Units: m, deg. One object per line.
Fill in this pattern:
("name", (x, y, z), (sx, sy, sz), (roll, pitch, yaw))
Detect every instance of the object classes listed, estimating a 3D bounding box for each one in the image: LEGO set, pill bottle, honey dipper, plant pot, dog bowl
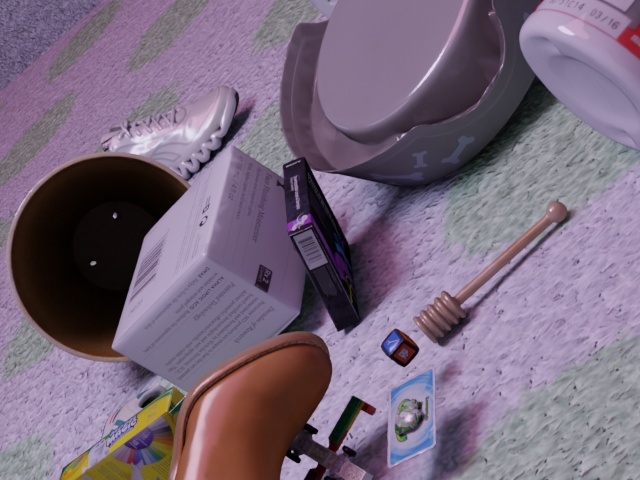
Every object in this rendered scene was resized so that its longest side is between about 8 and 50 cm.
("LEGO set", (0.038, 0.192, 1.144), (0.182, 0.060, 0.244), (-32, 38, 33))
("pill bottle", (0.307, -0.223, 1.179), (0.283, 0.161, 0.161), (-50, 22, -7))
("honey dipper", (0.148, 0.025, 1.234), (0.161, 0.030, 0.030), (-41, 22, 4))
("plant pot", (-0.245, 0.012, 1.751), (0.237, 0.237, 0.254), (-48, 7, -2))
("dog bowl", (0.102, -0.213, 1.499), (0.349, 0.102, 0.349), (-34, 44, 40))

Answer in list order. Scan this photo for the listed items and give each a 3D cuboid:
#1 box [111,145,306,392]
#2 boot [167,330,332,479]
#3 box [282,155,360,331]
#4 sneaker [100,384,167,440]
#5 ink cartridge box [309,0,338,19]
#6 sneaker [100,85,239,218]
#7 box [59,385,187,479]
("box", (-0.108, 0.034, 1.512), (0.182, 0.119, 0.181), (-43, 24, 35))
("boot", (-0.052, 0.217, 1.099), (0.283, 0.109, 0.220), (-41, 43, -10))
("box", (0.000, 0.000, 1.422), (0.029, 0.116, 0.162), (-23, 27, 7))
("sneaker", (-0.189, 0.207, 1.494), (0.075, 0.057, 0.161), (-45, 18, 21))
("ink cartridge box", (0.087, -0.379, 1.952), (0.190, 0.082, 0.139), (-54, 23, -14))
("sneaker", (-0.240, -0.135, 2.094), (0.292, 0.118, 0.110), (-37, 22, 20))
("box", (-0.149, 0.209, 1.354), (0.179, 0.105, 0.043), (-36, 25, 25))
